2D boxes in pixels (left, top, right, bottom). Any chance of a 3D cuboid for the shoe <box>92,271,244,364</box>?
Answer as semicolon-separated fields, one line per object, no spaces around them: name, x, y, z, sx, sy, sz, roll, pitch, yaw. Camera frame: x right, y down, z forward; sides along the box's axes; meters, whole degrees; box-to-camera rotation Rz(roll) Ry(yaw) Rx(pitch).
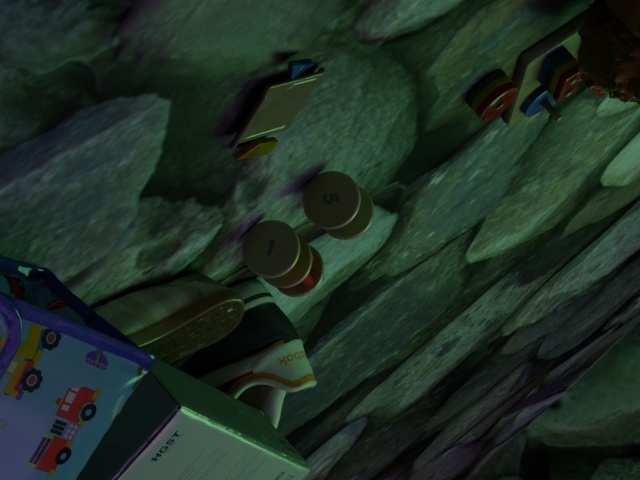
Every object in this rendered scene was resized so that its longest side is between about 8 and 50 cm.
shoe;-0.166;0.085;1.370;0.219;0.058;0.076;-24;149;-34

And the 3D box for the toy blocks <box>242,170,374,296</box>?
toy blocks;0.000;0.000;1.488;0.123;0.054;0.148;-39;162;3

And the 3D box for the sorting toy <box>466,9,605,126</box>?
sorting toy;0.258;-0.170;1.581;0.274;0.046;0.132;-33;162;-16

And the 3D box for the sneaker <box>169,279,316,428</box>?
sneaker;-0.138;0.186;1.571;0.321;0.127;0.126;-45;163;24

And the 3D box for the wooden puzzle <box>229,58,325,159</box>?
wooden puzzle;-0.035;-0.102;1.236;0.078;0.014;0.116;-23;157;-51

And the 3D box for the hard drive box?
hard drive box;-0.142;0.207;1.378;0.181;0.089;0.232;-47;147;3

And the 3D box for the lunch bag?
lunch bag;-0.283;0.108;1.063;0.221;0.138;0.293;-57;150;2

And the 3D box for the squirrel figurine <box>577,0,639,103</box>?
squirrel figurine;0.362;-0.214;1.328;0.370;0.281;0.397;-21;154;-27
